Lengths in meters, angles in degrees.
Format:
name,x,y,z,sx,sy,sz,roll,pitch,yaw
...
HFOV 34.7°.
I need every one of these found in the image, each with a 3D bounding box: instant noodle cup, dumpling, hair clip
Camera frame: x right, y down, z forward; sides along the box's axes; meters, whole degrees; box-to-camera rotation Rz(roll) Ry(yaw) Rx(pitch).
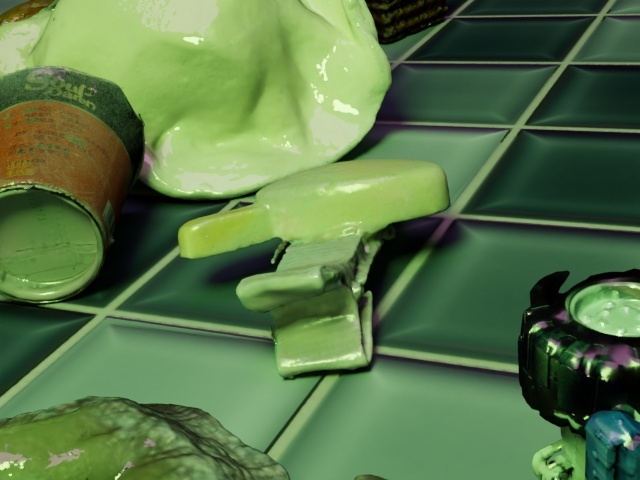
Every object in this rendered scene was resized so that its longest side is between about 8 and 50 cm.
name,x,y,z,sx,sy,sz,roll,pitch,yaw
instant noodle cup,-0.180,-0.032,0.674,0.127,0.127,0.136,-9,34,-2
dumpling,-0.100,-0.123,0.829,0.318,0.187,0.243,-18,66,-4
hair clip,-0.003,-0.001,0.614,0.159,0.071,0.218,-4,22,14

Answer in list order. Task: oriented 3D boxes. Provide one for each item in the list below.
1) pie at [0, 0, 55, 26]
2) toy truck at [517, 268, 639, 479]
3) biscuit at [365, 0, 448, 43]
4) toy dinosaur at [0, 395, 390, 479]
name,x,y,z,sx,sy,sz,roll,pitch,yaw
pie,-0.272,-0.263,1.223,0.273,0.069,0.273,-11,26,6
toy truck,0.179,0.062,0.367,0.208,0.113,0.126,-18,28,-17
biscuit,-0.025,-0.296,1.212,0.388,0.073,0.107,17,37,43
toy dinosaur,-0.074,0.118,0.376,0.294,0.077,0.162,22,32,23
